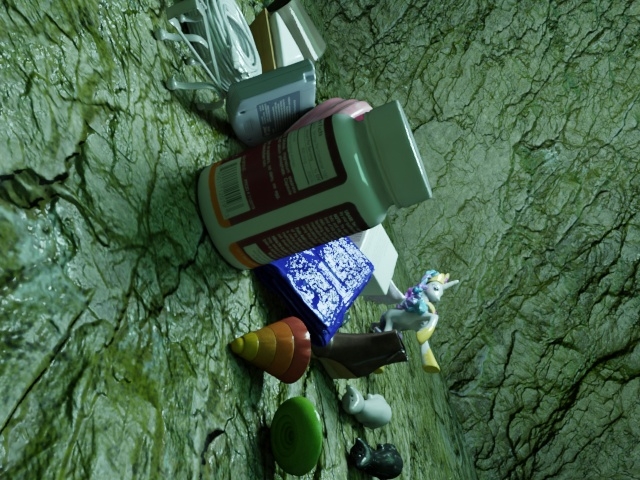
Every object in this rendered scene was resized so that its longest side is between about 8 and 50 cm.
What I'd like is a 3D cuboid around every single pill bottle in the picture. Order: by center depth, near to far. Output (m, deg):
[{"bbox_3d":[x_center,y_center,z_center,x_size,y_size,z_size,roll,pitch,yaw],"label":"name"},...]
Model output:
[{"bbox_3d":[-0.008,-0.104,1.013,0.224,0.392,0.224,-19,90,-75],"label":"pill bottle"}]

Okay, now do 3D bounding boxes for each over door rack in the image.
[{"bbox_3d":[-0.263,-0.415,0.989,0.324,0.108,0.239,99,-23,-76],"label":"over door rack"}]

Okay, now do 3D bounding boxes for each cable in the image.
[{"bbox_3d":[-0.227,-0.484,1.297,0.257,0.089,0.257,-37,107,-75],"label":"cable"}]

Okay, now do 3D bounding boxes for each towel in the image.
[{"bbox_3d":[0.005,0.068,1.221,0.227,0.076,0.308,52,34,-6],"label":"towel"}]

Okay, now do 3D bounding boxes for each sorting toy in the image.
[{"bbox_3d":[-0.084,0.296,0.886,0.126,0.127,0.365,15,55,-37],"label":"sorting toy"}]

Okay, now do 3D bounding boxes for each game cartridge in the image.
[{"bbox_3d":[-0.110,-0.297,1.206,0.294,0.196,0.060,106,-41,-81],"label":"game cartridge"}]

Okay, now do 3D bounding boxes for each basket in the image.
[{"bbox_3d":[-0.097,-0.806,2.053,0.227,0.154,0.204,53,25,-39],"label":"basket"}]

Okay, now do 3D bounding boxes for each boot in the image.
[{"bbox_3d":[0.080,0.234,1.274,0.090,0.207,0.248,-92,158,-48],"label":"boot"}]

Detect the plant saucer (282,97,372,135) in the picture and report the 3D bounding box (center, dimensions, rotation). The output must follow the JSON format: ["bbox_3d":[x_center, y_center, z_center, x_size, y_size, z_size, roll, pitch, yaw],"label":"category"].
[{"bbox_3d":[-0.019,-0.235,1.329,0.084,0.332,0.332,49,15,3],"label":"plant saucer"}]

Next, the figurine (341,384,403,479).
[{"bbox_3d":[0.119,0.482,1.362,0.209,0.092,0.214,44,29,-51],"label":"figurine"}]

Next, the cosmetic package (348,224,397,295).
[{"bbox_3d":[0.099,0.041,1.478,0.183,0.151,0.151,58,41,-35],"label":"cosmetic package"}]

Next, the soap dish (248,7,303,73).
[{"bbox_3d":[-0.127,-0.521,1.639,0.229,0.118,0.290,49,26,-55],"label":"soap dish"}]

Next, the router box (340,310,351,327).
[{"bbox_3d":[0.045,0.196,1.527,0.122,0.038,0.092,-11,83,-75],"label":"router box"}]

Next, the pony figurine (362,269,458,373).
[{"bbox_3d":[0.256,0.252,1.742,0.302,0.351,0.363,58,38,-31],"label":"pony figurine"}]
